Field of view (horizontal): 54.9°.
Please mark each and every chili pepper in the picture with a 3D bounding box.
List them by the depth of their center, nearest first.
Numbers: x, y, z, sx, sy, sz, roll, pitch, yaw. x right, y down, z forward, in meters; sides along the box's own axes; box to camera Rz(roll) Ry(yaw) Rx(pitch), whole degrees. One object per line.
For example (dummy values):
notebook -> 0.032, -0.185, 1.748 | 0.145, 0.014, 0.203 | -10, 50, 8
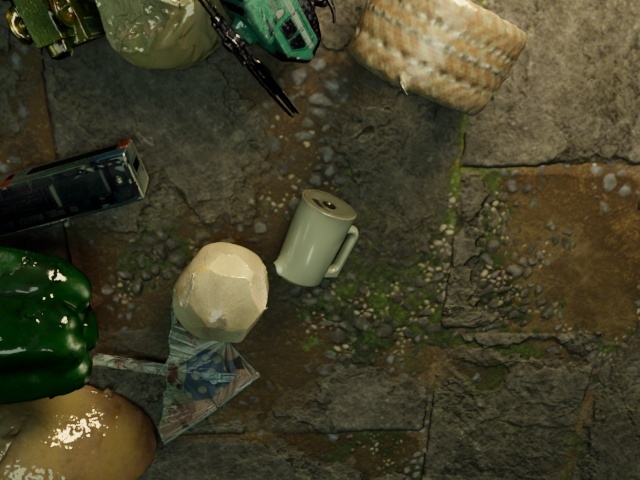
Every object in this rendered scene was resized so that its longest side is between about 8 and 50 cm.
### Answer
chili pepper -> -0.494, 0.145, 0.990 | 0.256, 0.233, 0.249 | 6, 142, -11

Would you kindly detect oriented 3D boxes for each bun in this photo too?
bun -> -0.213, -0.347, 0.857 | 0.210, 0.116, 0.237 | 36, 105, -19

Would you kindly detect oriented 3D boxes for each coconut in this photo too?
coconut -> -0.165, 0.090, 1.035 | 0.161, 0.162, 0.161 | -2, 115, -3

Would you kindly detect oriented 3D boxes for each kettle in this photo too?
kettle -> -0.005, -0.003, 1.052 | 0.098, 0.127, 0.148 | 32, 115, 17

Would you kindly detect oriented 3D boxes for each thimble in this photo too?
thimble -> 0.161, -0.279, 0.875 | 0.229, 0.196, 0.148 | 7, 121, -40

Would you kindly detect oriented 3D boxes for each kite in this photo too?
kite -> -0.271, 0.252, 1.173 | 0.314, 0.011, 0.335 | 7, 108, -12

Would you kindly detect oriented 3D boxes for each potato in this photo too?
potato -> -0.455, 0.385, 1.137 | 0.264, 0.189, 0.211 | -1, 114, -3

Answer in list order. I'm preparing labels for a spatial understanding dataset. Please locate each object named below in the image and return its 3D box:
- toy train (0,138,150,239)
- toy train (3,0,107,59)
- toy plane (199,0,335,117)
toy train -> -0.482, -0.063, 0.986 | 0.409, 0.089, 0.086 | -15, 122, 4
toy train -> -0.383, -0.361, 0.832 | 0.090, 0.137, 0.226 | -16, 111, 12
toy plane -> -0.092, -0.325, 0.800 | 0.155, 0.106, 0.382 | -52, 149, -5
